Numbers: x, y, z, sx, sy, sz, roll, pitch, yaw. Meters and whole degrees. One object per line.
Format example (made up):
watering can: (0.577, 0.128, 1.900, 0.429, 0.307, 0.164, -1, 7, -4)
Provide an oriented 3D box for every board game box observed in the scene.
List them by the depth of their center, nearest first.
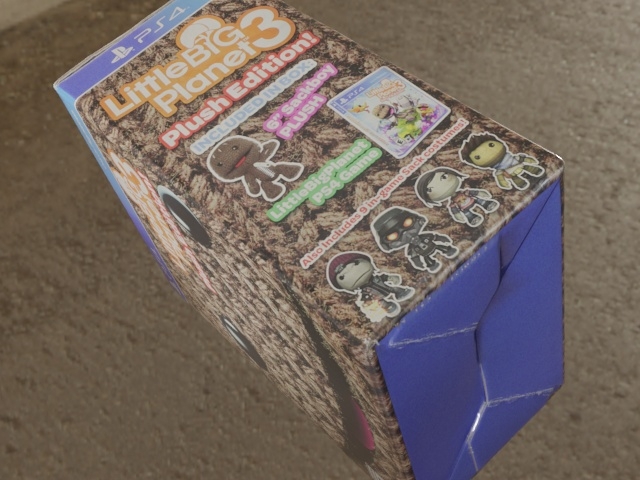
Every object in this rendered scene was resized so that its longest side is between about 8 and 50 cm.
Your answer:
board game box: (0.000, 0.000, 0.589, 0.141, 0.232, 0.291, -40, 53, -17)
